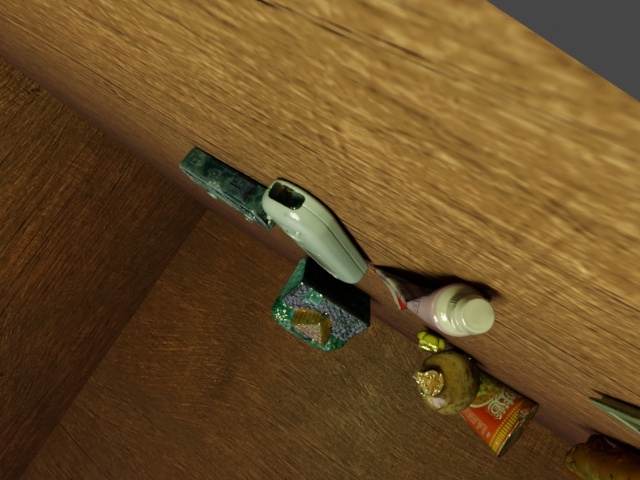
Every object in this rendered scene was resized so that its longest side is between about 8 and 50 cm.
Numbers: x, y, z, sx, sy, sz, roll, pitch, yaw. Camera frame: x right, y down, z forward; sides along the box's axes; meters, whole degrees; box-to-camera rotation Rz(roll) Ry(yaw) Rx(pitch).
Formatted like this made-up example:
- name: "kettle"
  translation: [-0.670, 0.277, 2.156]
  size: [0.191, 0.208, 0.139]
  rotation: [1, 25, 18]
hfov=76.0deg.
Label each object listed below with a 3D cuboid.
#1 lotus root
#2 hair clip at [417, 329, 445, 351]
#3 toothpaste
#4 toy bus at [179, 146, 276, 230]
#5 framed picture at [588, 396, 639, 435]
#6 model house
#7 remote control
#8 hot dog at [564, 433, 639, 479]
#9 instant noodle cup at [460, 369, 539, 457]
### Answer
- name: "lotus root"
  translation: [0.327, 0.345, 1.023]
  size: [0.140, 0.155, 0.256]
  rotation: [24, -172, 34]
- name: "hair clip"
  translation: [0.279, 0.255, 1.034]
  size: [0.072, 0.046, 0.173]
  rotation: [21, 170, 20]
- name: "toothpaste"
  translation: [0.111, 0.063, 0.466]
  size: [0.075, 0.048, 0.301]
  rotation: [30, 176, -3]
- name: "toy bus"
  translation: [-0.128, -0.076, 0.587]
  size: [0.165, 0.047, 0.065]
  rotation: [31, 169, 24]
- name: "framed picture"
  translation: [0.404, 0.222, 0.314]
  size: [0.232, 0.019, 0.296]
  rotation: [34, 174, -1]
- name: "model house"
  translation: [0.018, 0.206, 1.166]
  size: [0.261, 0.226, 0.241]
  rotation: [32, 173, -10]
- name: "remote control"
  translation: [0.000, 0.000, 0.521]
  size: [0.087, 0.047, 0.244]
  rotation: [33, 173, 29]
- name: "hot dog"
  translation: [0.561, 0.439, 0.711]
  size: [0.158, 0.117, 0.349]
  rotation: [52, 177, 18]
- name: "instant noodle cup"
  translation: [0.474, 0.469, 1.177]
  size: [0.212, 0.193, 0.193]
  rotation: [38, 178, 40]
